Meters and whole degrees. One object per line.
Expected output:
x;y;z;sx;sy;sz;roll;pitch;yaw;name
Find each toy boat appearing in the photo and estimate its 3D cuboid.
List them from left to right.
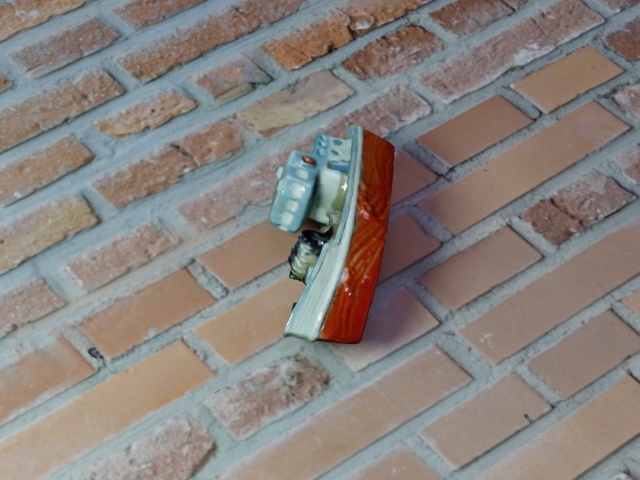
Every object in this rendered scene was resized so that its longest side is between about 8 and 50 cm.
0.000;0.000;2.220;0.133;0.145;0.332;17;40;-7;toy boat
